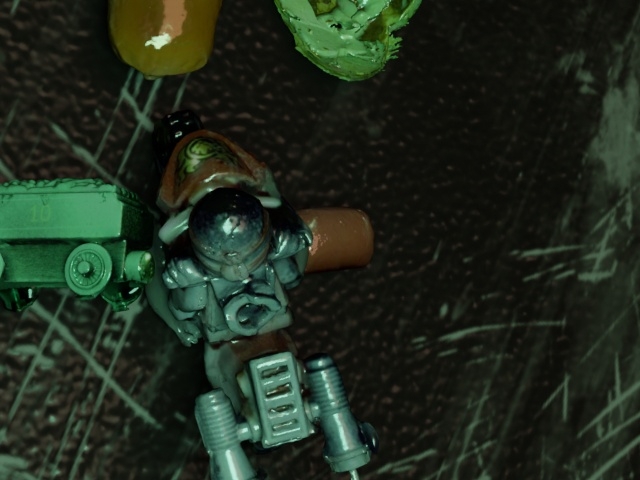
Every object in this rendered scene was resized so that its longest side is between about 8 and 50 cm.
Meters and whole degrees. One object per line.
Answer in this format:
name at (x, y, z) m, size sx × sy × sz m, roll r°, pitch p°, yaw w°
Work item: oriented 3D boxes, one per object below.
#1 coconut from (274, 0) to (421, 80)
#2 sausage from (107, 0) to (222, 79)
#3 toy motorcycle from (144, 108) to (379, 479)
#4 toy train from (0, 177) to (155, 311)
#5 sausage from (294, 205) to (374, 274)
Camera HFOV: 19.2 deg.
coconut at (0.019, -0.211, 1.629) m, size 0.133 × 0.055 × 0.158 m, roll -7°, pitch 85°, yaw -29°
sausage at (-0.122, -0.243, 1.547) m, size 0.098 × 0.098 × 0.238 m, roll 10°, pitch 74°, yaw -25°
toy motorcycle at (-0.049, 0.083, 1.456) m, size 0.134 × 0.207 × 0.401 m, roll -15°, pitch 88°, yaw -12°
toy train at (-0.201, 0.002, 1.429) m, size 0.070 × 0.172 × 0.099 m, roll 25°, pitch 66°, yaw -65°
sausage at (0.000, -0.001, 1.577) m, size 0.094 × 0.059 × 0.054 m, roll -6°, pitch 91°, yaw -30°
